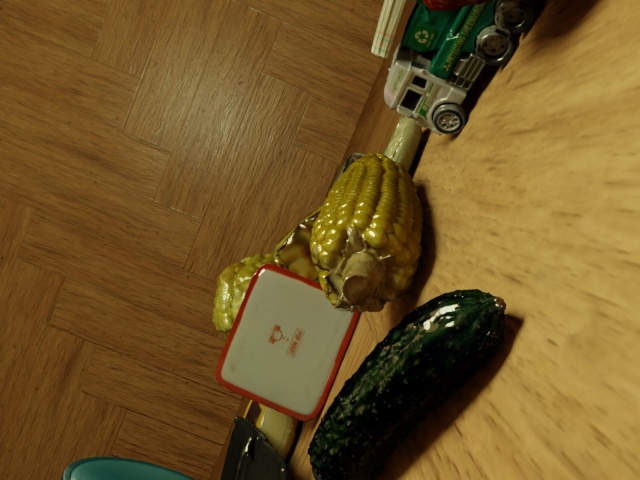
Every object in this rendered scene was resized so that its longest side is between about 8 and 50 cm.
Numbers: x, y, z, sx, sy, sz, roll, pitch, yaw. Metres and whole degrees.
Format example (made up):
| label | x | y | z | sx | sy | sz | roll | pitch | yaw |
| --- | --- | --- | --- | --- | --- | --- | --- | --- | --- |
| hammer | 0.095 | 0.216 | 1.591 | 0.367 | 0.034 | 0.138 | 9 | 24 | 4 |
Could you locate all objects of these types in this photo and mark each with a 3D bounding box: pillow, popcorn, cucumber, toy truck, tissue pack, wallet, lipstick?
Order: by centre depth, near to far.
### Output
| label | x | y | z | sx | sy | sz | roll | pitch | yaw |
| --- | --- | --- | --- | --- | --- | --- | --- | --- | --- |
| cucumber | 0.048 | 0.109 | 0.423 | 0.067 | 0.067 | 0.245 | -72 | 4 | -49 |
| tissue pack | 0.079 | -0.253 | 0.637 | 0.108 | 0.023 | 0.056 | 107 | 180 | -45 |
| toy truck | 0.140 | -0.225 | 0.650 | 0.216 | 0.116 | 0.110 | 117 | 174 | -50 |
| wallet | -0.107 | 0.374 | 0.796 | 0.323 | 0.041 | 0.247 | 161 | 125 | -68 |
| pillow | 0.099 | -0.089 | 0.898 | 0.119 | 0.053 | 0.208 | 113 | 179 | -86 |
| popcorn | -0.111 | 0.145 | 1.286 | 0.249 | 0.249 | 0.225 | -75 | -6 | -60 |
| lipstick | 0.065 | -0.109 | 1.308 | 0.253 | 0.078 | 0.078 | 124 | 167 | -77 |

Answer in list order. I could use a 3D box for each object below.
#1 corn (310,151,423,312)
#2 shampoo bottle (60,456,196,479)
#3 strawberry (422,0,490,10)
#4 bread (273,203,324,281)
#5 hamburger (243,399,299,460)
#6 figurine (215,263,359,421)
| label | x | y | z | sx | sy | sz | roll | pitch | yaw |
| --- | --- | --- | --- | --- | --- | --- | --- | --- | --- |
| corn | 0.056 | -0.021 | 0.682 | 0.322 | 0.119 | 0.119 | -70 | 3 | -68 |
| shampoo bottle | -0.343 | 0.603 | 1.036 | 0.331 | 0.331 | 0.343 | 142 | 149 | -82 |
| strawberry | 0.138 | -0.352 | 0.446 | 0.312 | 0.267 | 0.352 | -1 | 79 | 53 |
| bread | 0.000 | 0.000 | 1.055 | 0.181 | 0.096 | 0.222 | -39 | 2 | -3 |
| hamburger | -0.079 | 0.301 | 0.969 | 0.141 | 0.081 | 0.127 | -22 | 48 | 67 |
| figurine | -0.039 | 0.148 | 0.943 | 0.226 | 0.160 | 0.184 | 48 | -116 | -84 |
